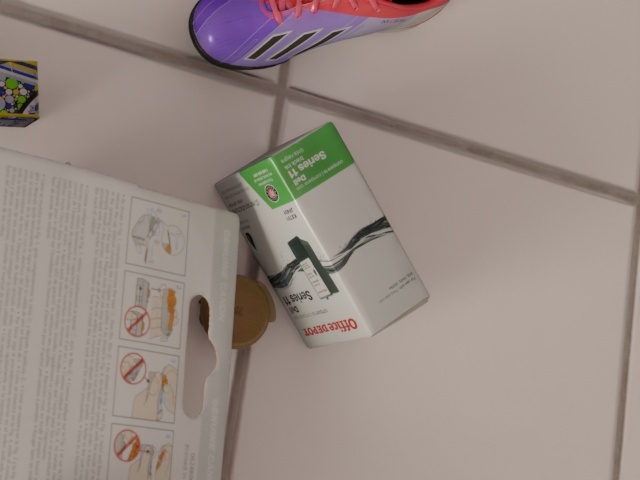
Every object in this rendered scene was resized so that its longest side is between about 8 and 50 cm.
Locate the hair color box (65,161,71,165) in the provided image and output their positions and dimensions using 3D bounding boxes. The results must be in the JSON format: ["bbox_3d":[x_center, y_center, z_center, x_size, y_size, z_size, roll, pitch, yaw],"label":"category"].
[{"bbox_3d":[-0.292,0.006,1.374,0.167,0.053,0.093,-30,87,-27],"label":"hair color box"}]

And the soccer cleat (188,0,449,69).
[{"bbox_3d":[0.010,-0.261,1.547,0.318,0.116,0.108,-15,89,-29],"label":"soccer cleat"}]

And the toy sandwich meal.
[{"bbox_3d":[-0.088,0.073,1.490,0.085,0.029,0.085,3,83,-24],"label":"toy sandwich meal"}]

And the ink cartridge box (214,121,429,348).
[{"bbox_3d":[0.000,0.000,1.477,0.087,0.153,0.208,-33,96,-27],"label":"ink cartridge box"}]

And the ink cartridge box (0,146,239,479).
[{"bbox_3d":[-0.253,0.087,1.308,0.385,0.091,0.308,15,74,-42],"label":"ink cartridge box"}]

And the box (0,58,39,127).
[{"bbox_3d":[-0.357,-0.143,1.370,0.169,0.054,0.059,0,82,-28],"label":"box"}]
